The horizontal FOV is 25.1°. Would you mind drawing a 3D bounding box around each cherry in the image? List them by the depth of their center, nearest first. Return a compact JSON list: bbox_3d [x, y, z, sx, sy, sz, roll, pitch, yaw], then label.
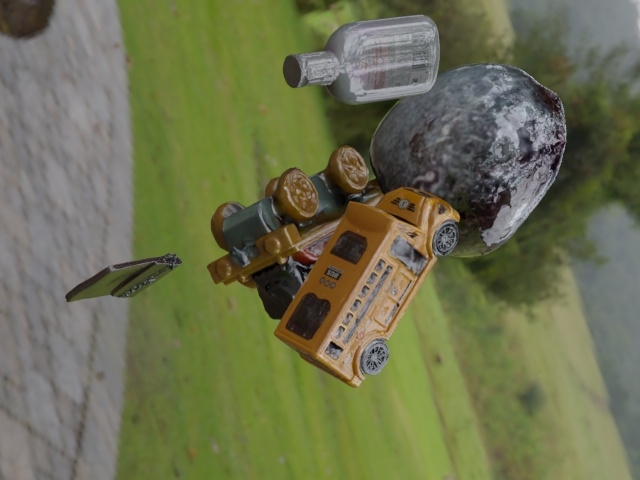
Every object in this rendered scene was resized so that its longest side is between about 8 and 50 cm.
[{"bbox_3d":[0.190,-0.106,1.915,0.218,0.296,0.255,34,24,-29],"label":"cherry"}]

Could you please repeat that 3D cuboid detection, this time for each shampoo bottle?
[{"bbox_3d":[0.040,-0.168,1.358,0.040,0.165,0.080,27,-58,50],"label":"shampoo bottle"}]

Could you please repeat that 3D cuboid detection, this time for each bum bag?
[{"bbox_3d":[-0.279,0.057,2.037,0.159,0.109,0.026,-10,71,-57],"label":"bum bag"}]

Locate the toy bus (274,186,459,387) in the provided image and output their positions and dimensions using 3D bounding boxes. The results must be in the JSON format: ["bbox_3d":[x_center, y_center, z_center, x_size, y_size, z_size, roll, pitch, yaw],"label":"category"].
[{"bbox_3d":[0.043,0.031,1.331,0.083,0.194,0.088,23,-11,45],"label":"toy bus"}]

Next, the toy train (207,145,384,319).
[{"bbox_3d":[0.000,0.000,2.114,0.369,0.163,0.232,-29,92,-55],"label":"toy train"}]
